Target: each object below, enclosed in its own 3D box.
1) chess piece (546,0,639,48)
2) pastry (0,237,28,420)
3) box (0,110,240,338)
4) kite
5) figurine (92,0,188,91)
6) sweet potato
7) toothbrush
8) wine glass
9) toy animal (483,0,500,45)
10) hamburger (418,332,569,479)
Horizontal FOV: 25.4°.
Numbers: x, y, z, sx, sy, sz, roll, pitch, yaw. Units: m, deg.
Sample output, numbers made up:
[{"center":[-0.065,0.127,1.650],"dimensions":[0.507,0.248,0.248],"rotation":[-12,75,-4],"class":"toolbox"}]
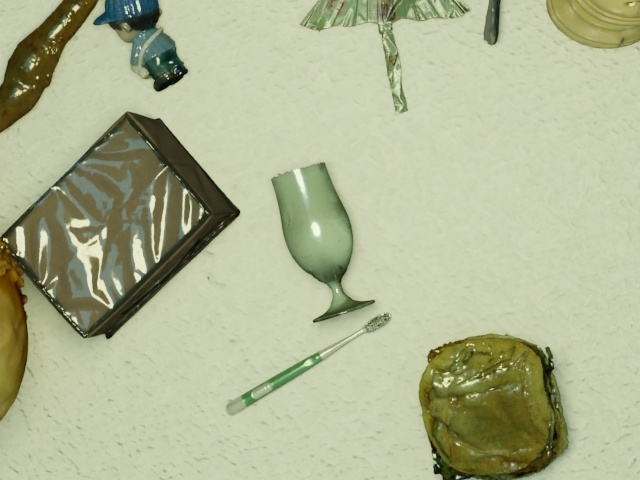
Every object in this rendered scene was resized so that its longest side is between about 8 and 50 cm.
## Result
[{"center":[0.366,-0.311,1.739],"dimensions":[0.139,0.307,0.124],"rotation":[43,92,3],"class":"chess piece"},{"center":[-0.517,0.077,1.785],"dimensions":[0.245,0.409,0.410],"rotation":[-36,87,-33],"class":"pastry"},{"center":[-0.262,-0.018,1.866],"dimensions":[0.252,0.153,0.188],"rotation":[-41,86,5],"class":"box"},{"center":[0.086,-0.294,1.909],"dimensions":[0.229,0.012,0.250],"rotation":[-7,90,8],"class":"kite"},{"center":[-0.238,-0.275,1.904],"dimensions":[0.086,0.087,0.149],"rotation":[-32,88,-34],"class":"figurine"},{"center":[-0.382,-0.243,1.920],"dimensions":[0.067,0.067,0.274],"rotation":[38,92,4],"class":"sweet potato"},{"center":[-0.016,0.165,1.912],"dimensions":[0.257,0.024,0.018],"rotation":[-31,88,5],"class":"toothbrush"},{"center":[0.000,0.000,1.874],"dimensions":[0.093,0.093,0.202],"rotation":[-19,88,4],"class":"wine glass"},{"center":[0.252,-0.462,1.863],"dimensions":[0.205,0.081,0.367],"rotation":[36,96,6],"class":"toy animal"},{"center":[0.223,0.213,1.855],"dimensions":[0.183,0.130,0.206],"rotation":[-9,108,6],"class":"hamburger"}]
